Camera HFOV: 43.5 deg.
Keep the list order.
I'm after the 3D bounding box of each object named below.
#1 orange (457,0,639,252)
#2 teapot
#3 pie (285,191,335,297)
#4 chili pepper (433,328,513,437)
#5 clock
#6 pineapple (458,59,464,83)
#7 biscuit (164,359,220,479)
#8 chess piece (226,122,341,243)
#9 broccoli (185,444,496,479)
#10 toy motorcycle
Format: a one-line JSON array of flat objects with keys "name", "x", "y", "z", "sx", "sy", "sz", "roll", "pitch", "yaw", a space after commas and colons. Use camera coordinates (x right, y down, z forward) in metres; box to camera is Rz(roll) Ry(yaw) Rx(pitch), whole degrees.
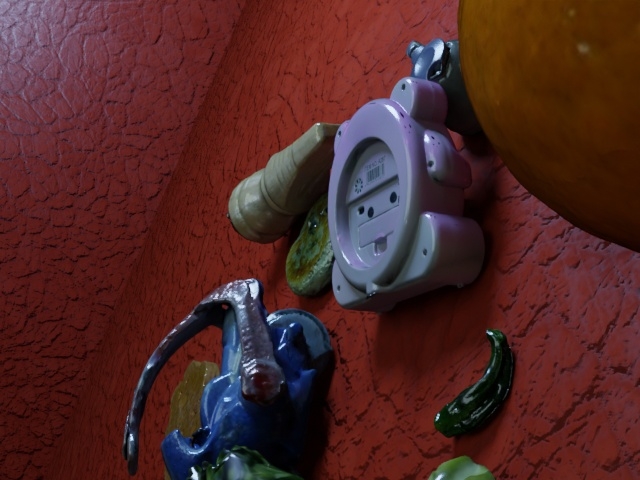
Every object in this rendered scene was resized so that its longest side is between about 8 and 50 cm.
[{"name": "orange", "x": 0.268, "y": -0.185, "z": 0.448, "sx": 0.424, "sy": 0.326, "sz": 0.424, "roll": -158, "pitch": 90, "yaw": -87}, {"name": "teapot", "x": 0.167, "y": -0.211, "z": 0.994, "sx": 0.111, "sy": 0.108, "sz": 0.149, "roll": -41, "pitch": 33, "yaw": 43}, {"name": "pie", "x": 0.000, "y": 0.000, "z": 1.247, "sx": 0.187, "sy": 0.041, "sz": 0.187, "roll": -51, "pitch": 25, "yaw": 35}, {"name": "chili pepper", "x": 0.149, "y": 0.144, "z": 0.766, "sx": 0.055, "sy": 0.035, "sz": 0.118, "roll": 41, "pitch": 110, "yaw": 50}, {"name": "clock", "x": 0.087, "y": -0.049, "z": 0.955, "sx": 0.227, "sy": 0.090, "sz": 0.248, "roll": -28, "pitch": 61, "yaw": 56}, {"name": "pineapple", "x": 0.279, "y": -0.263, "z": 0.739, "sx": 0.365, "sy": 0.165, "sz": 0.166, "roll": -54, "pitch": 24, "yaw": 22}, {"name": "biscuit", "x": -0.219, "y": 0.320, "z": 1.413, "sx": 0.202, "sy": 0.044, "sz": 0.289, "roll": -61, "pitch": 20, "yaw": 9}, {"name": "chess piece", "x": -0.035, "y": -0.106, "z": 1.320, "sx": 0.301, "sy": 0.137, "sz": 0.137, "roll": -37, "pitch": 35, "yaw": 52}, {"name": "broccoli", "x": 0.014, "y": 0.295, "z": 0.604, "sx": 0.317, "sy": 0.338, "sz": 0.277, "roll": -40, "pitch": 56, "yaw": 6}, {"name": "toy motorcycle", "x": -0.116, "y": 0.222, "z": 1.055, "sx": 0.240, "sy": 0.182, "sz": 0.319, "roll": -5, "pitch": 53, "yaw": 21}]
